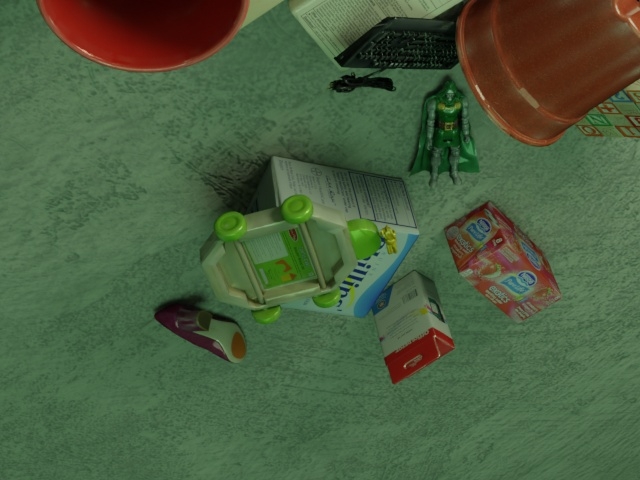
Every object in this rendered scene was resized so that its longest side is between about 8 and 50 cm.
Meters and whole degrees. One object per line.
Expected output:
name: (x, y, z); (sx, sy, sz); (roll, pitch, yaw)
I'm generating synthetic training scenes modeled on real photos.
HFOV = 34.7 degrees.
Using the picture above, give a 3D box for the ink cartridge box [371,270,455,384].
ink cartridge box: (0.199, 0.196, 2.185); (0.134, 0.231, 0.078); (-36, 134, 25)

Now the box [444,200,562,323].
box: (0.385, 0.049, 2.147); (0.123, 0.128, 0.257); (-32, 135, 22)

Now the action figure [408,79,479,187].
action figure: (0.232, -0.199, 1.886); (0.137, 0.063, 0.232); (-7, 135, -2)

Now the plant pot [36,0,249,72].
plant pot: (-0.240, -0.406, 1.381); (0.275, 0.243, 0.275); (-5, 144, -4)

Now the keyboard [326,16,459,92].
keyboard: (0.134, -0.292, 1.658); (0.201, 0.033, 0.317); (-33, 165, 37)

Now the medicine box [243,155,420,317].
medicine box: (0.000, 0.000, 1.980); (0.289, 0.149, 0.263); (9, 134, -22)

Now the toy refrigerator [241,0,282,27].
toy refrigerator: (-0.075, -0.427, 1.529); (0.270, 0.094, 0.102); (-29, 143, 19)

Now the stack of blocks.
stack of blocks: (0.551, -0.250, 1.749); (0.297, 0.087, 0.171); (10, 162, 48)

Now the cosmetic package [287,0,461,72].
cosmetic package: (0.112, -0.413, 1.574); (0.309, 0.113, 0.160); (-29, 137, 17)

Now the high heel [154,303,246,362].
high heel: (-0.254, 0.205, 2.220); (0.117, 0.082, 0.244); (2, 160, 28)

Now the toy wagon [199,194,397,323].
toy wagon: (-0.034, 0.024, 1.836); (0.345, 0.068, 0.267); (-15, 139, 3)

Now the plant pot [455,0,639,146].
plant pot: (0.396, -0.319, 1.571); (0.272, 0.272, 0.265); (21, 150, -32)
